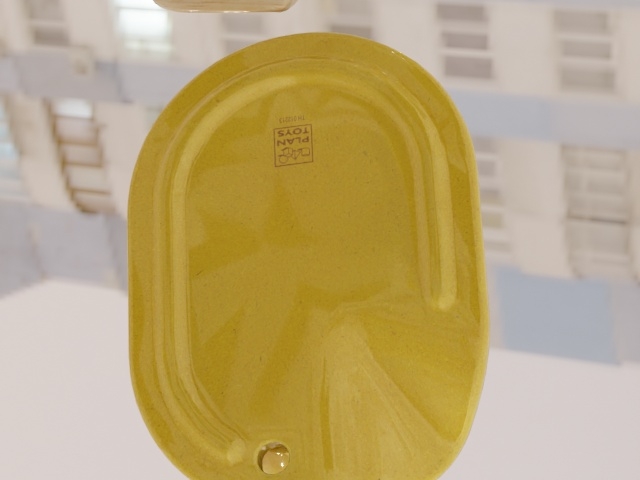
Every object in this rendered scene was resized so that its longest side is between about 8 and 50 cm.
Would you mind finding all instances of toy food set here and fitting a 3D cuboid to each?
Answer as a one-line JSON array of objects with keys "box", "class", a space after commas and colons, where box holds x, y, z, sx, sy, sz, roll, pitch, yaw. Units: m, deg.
[{"box": [0.000, 0.000, 0.722, 0.071, 0.128, 0.218, 58, -152, -65], "class": "toy food set"}]
